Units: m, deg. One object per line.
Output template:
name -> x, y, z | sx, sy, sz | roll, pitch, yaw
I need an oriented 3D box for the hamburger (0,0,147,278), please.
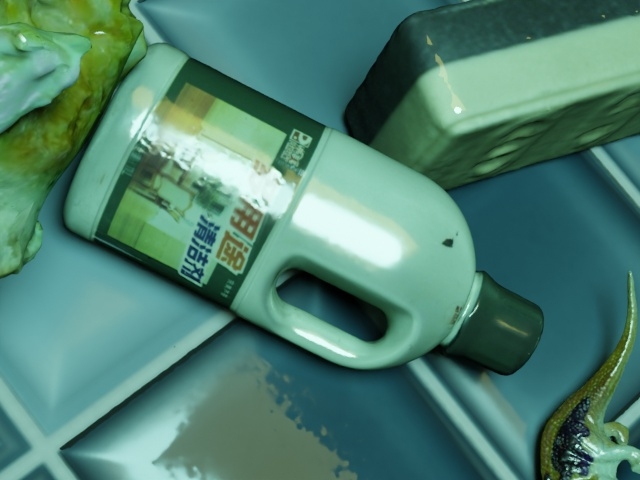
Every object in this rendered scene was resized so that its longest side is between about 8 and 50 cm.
hamburger -> -0.177, -0.098, 0.433 | 0.288, 0.192, 0.168 | 25, 53, 40

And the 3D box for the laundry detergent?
laundry detergent -> 0.000, 0.000, 0.502 | 0.226, 0.070, 0.099 | 28, 83, -5

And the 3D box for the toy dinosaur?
toy dinosaur -> 0.136, 0.107, 0.520 | 0.058, 0.037, 0.180 | 28, 67, -8

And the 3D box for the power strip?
power strip -> 0.147, -0.092, 0.555 | 0.257, 0.105, 0.070 | -18, 78, -19
